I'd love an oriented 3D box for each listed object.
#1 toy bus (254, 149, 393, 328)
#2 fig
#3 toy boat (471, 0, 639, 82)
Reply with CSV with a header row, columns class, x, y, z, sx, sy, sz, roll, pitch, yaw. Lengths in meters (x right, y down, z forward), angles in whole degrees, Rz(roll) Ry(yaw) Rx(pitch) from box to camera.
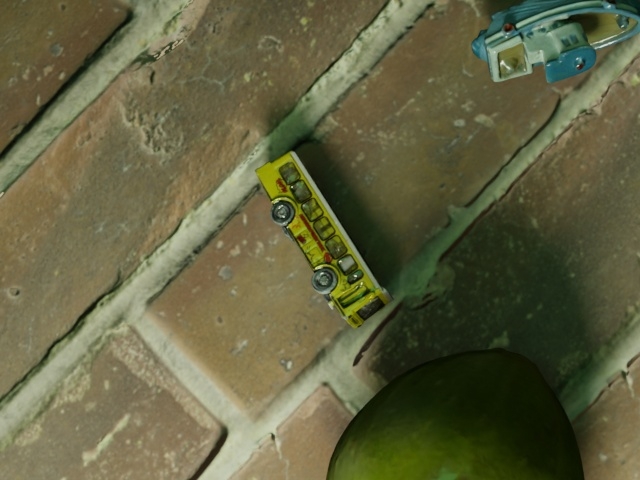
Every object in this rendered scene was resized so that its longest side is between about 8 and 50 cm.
class,x,y,z,sx,sy,sz,roll,pitch,yaw
toy bus,0.000,0.000,1.872,0.074,0.081,0.226,-33,70,1
fig,0.162,0.261,1.677,0.316,0.316,0.316,-3,78,14
toy boat,0.295,-0.235,1.825,0.215,0.088,0.102,-17,58,2
